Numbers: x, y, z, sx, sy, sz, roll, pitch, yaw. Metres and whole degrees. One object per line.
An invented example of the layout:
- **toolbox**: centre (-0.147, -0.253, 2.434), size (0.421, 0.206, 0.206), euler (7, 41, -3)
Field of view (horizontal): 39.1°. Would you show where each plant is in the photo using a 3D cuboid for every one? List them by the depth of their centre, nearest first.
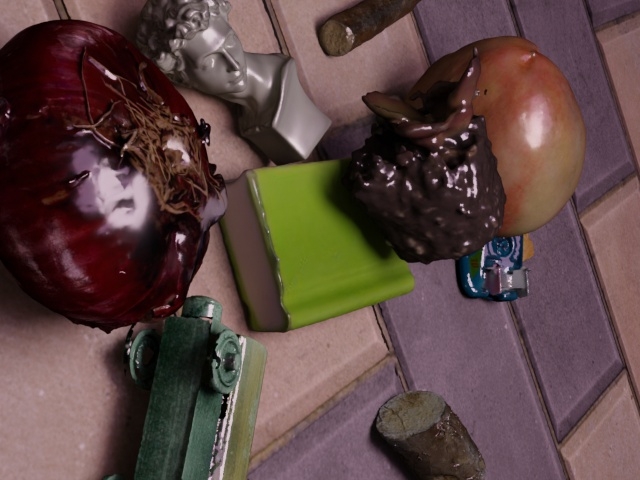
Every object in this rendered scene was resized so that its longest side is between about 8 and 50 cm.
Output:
- **plant**: centre (0.134, -0.094, 1.151), size (0.234, 0.204, 0.178), euler (62, 31, -30)

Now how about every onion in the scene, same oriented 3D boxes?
- **onion**: centre (-0.224, -0.059, 0.877), size (0.314, 0.232, 0.314), euler (-14, 90, -72)

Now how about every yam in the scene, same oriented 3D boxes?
- **yam**: centre (0.166, 0.297, 1.283), size (0.183, 0.107, 0.107), euler (55, 47, -25)
- **yam**: centre (0.091, -0.354, 1.389), size (0.274, 0.061, 0.061), euler (-42, 111, -44)

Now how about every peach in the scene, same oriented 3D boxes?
- **peach**: centre (0.252, -0.155, 1.330), size (0.247, 0.292, 0.292), euler (-22, 98, -23)

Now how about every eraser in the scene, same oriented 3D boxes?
- **eraser**: centre (0.000, 0.000, 1.183), size (0.274, 0.092, 0.210), euler (-15, 91, -49)

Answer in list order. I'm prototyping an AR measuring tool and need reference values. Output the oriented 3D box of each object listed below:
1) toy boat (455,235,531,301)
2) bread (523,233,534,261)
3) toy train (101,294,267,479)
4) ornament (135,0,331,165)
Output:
- **toy boat**: centre (0.296, -0.051, 1.490), size (0.134, 0.092, 0.299), euler (7, 75, -28)
- **bread**: centre (0.337, 0.002, 1.579), size (0.070, 0.035, 0.083), euler (-28, 95, -46)
- **toy train**: centre (-0.145, 0.218, 0.978), size (0.189, 0.126, 0.307), euler (63, 33, -64)
- **ornament**: centre (-0.104, -0.203, 1.104), size (0.285, 0.130, 0.120), euler (39, 63, -43)
